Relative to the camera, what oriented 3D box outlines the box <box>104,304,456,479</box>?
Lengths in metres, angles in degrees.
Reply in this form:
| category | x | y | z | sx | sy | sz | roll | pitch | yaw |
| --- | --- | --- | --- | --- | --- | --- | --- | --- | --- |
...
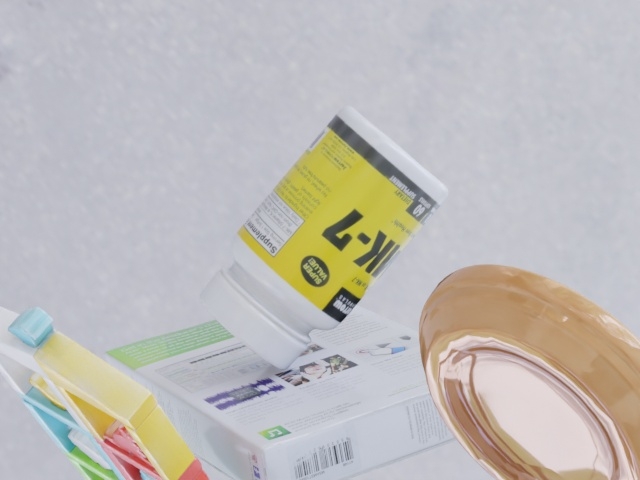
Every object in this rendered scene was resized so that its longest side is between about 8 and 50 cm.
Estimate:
| category | x | y | z | sx | sy | sz | roll | pitch | yaw |
| --- | --- | --- | --- | --- | --- | --- | --- | --- | --- |
| box | -0.021 | 0.127 | 1.677 | 0.232 | 0.322 | 0.058 | -16 | 110 | -25 |

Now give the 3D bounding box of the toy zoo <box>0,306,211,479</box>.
| category | x | y | z | sx | sy | sz | roll | pitch | yaw |
| --- | --- | --- | --- | --- | --- | --- | --- | --- | --- |
| toy zoo | -0.167 | 0.149 | 1.502 | 0.030 | 0.192 | 0.293 | -50 | 141 | -20 |

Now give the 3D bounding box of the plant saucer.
| category | x | y | z | sx | sy | sz | roll | pitch | yaw |
| --- | --- | --- | --- | --- | --- | --- | --- | --- | --- |
| plant saucer | 0.137 | 0.103 | 1.167 | 0.037 | 0.200 | 0.200 | -45 | 143 | -31 |

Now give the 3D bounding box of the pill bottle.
| category | x | y | z | sx | sy | sz | roll | pitch | yaw |
| --- | --- | --- | --- | --- | --- | --- | --- | --- | --- |
| pill bottle | 0.000 | 0.000 | 1.624 | 0.208 | 0.119 | 0.119 | -50 | 138 | 4 |
